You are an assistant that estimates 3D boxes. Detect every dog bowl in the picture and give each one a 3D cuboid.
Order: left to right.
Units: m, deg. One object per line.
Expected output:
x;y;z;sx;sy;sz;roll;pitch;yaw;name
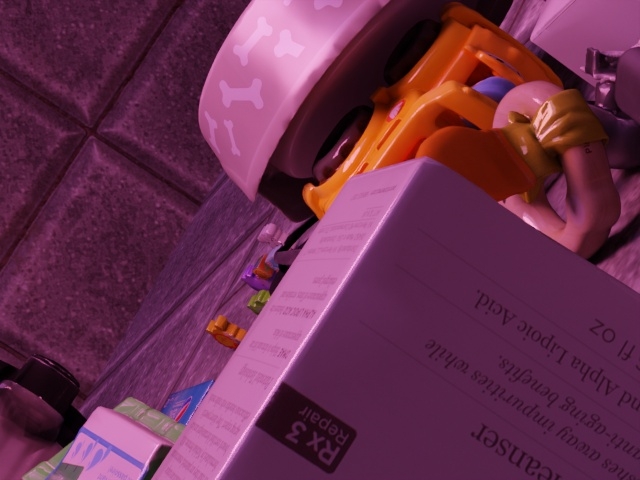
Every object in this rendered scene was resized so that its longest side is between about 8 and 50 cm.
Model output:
0.033;-0.172;1.498;0.349;0.102;0.349;-42;-15;-14;dog bowl

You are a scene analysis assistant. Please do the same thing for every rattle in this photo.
0.108;-0.023;1.131;0.143;0.130;0.200;-34;6;-20;rattle

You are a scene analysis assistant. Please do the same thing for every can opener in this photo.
0.223;-0.082;1.053;0.280;0.074;0.093;-108;18;-81;can opener

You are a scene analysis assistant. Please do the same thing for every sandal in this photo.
0.001;-0.001;1.640;0.097;0.054;0.254;-60;9;-24;sandal

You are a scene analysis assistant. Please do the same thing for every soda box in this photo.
-0.133;0.207;1.841;0.071;0.067;0.210;-59;9;-17;soda box

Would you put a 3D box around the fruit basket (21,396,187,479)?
-0.182;0.290;1.239;0.353;0.165;0.327;-47;26;-14;fruit basket

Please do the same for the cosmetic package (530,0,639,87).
0.318;-0.316;1.233;0.284;0.097;0.377;-47;13;53;cosmetic package

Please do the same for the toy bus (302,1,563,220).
0.102;-0.069;1.325;0.220;0.149;0.211;-54;9;5;toy bus

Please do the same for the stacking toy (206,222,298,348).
-0.056;0.040;2.102;0.167;0.052;0.221;-62;13;-24;stacking toy

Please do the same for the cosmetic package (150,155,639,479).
0.010;0.179;0.742;0.385;0.217;0.156;-59;9;-9;cosmetic package

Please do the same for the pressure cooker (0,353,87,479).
-0.444;0.328;2.023;0.370;0.375;0.420;3;43;29;pressure cooker
